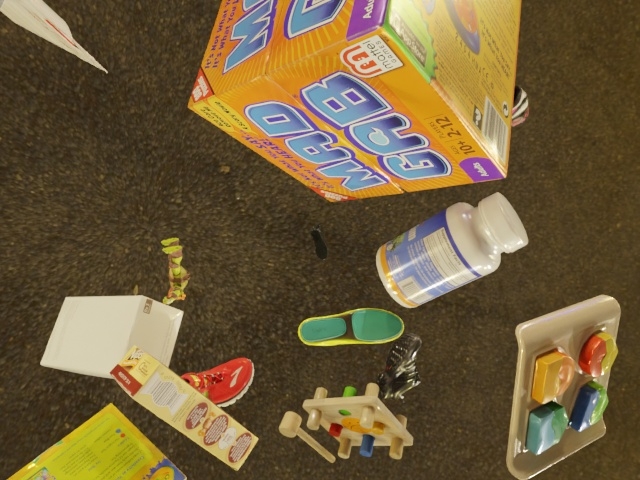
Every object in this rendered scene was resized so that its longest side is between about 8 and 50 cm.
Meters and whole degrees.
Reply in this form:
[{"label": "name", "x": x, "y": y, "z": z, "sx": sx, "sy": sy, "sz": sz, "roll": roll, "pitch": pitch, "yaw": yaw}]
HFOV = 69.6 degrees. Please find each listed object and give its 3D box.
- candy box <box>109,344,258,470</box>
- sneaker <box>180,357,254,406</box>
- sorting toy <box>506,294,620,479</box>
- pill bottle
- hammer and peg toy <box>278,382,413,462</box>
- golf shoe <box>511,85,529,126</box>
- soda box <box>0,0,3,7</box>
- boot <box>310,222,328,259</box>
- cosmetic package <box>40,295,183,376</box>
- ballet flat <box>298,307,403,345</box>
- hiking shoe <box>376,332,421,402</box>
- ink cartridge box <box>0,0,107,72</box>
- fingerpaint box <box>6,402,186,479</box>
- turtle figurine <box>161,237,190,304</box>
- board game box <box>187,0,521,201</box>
[{"label": "candy box", "x": -0.305, "y": 0.376, "z": 1.040, "sx": 0.088, "sy": 0.182, "sz": 0.316, "roll": -52, "pitch": 120, "yaw": -23}, {"label": "sneaker", "x": -0.307, "y": 0.386, "z": 1.212, "sx": 0.278, "sy": 0.107, "sz": 0.118, "roll": -25, "pitch": 140, "yaw": -13}, {"label": "sorting toy", "x": 0.324, "y": 0.190, "z": 0.599, "sx": 0.192, "sy": 0.038, "sz": 0.208, "roll": -11, "pitch": 105, "yaw": -26}, {"label": "pill bottle", "x": 0.260, "y": 0.018, "z": 0.927, "sx": 0.152, "sy": 0.272, "sz": 0.152, "roll": 34, "pitch": 38, "yaw": -32}, {"label": "hammer and peg toy", "x": 0.072, "y": 0.559, "z": 1.408, "sx": 0.266, "sy": 0.361, "sz": 0.127, "roll": 52, "pitch": 38, "yaw": -29}, {"label": "golf shoe", "x": 0.306, "y": -0.242, "z": 0.897, "sx": 0.186, "sy": 0.086, "sz": 0.068, "roll": -24, "pitch": 60, "yaw": 18}, {"label": "soda box", "x": -0.398, "y": -0.335, "z": 0.494, "sx": 0.098, "sy": 0.091, "sz": 0.286, "roll": -5, "pitch": 56, "yaw": -9}, {"label": "boot", "x": 0.000, "y": 0.001, "z": 1.646, "sx": 0.045, "sy": 0.099, "sz": 0.121, "roll": -19, "pitch": 100, "yaw": 10}, {"label": "cosmetic package", "x": -0.593, "y": 0.277, "z": 1.306, "sx": 0.156, "sy": 0.384, "sz": 0.217, "roll": 38, "pitch": 57, "yaw": -50}, {"label": "ballet flat", "x": 0.066, "y": 0.196, "z": 1.024, "sx": 0.230, "sy": 0.077, "sz": 0.077, "roll": -5, "pitch": 69, "yaw": 2}, {"label": "hiking shoe", "x": 0.253, "y": 0.377, "z": 1.371, "sx": 0.114, "sy": 0.086, "sz": 0.227, "roll": 19, "pitch": 107, "yaw": -22}, {"label": "ink cartridge box", "x": -0.450, "y": -0.370, "z": 0.712, "sx": 0.224, "sy": 0.181, "sz": 0.056, "roll": 28, "pitch": 84, "yaw": 12}, {"label": "fingerpaint box", "x": -0.697, "y": 0.782, "z": 1.368, "sx": 0.371, "sy": 0.163, "sz": 0.444, "roll": 34, "pitch": 38, "yaw": 17}, {"label": "turtle figurine", "x": -0.470, "y": 0.116, "z": 1.499, "sx": 0.087, "sy": 0.269, "sz": 0.218, "roll": -2, "pitch": 115, "yaw": -9}, {"label": "board game box", "x": 0.076, "y": -0.311, "z": 0.745, "sx": 0.356, "sy": 0.356, "sz": 0.357, "roll": 29, "pitch": 67, "yaw": -44}]
